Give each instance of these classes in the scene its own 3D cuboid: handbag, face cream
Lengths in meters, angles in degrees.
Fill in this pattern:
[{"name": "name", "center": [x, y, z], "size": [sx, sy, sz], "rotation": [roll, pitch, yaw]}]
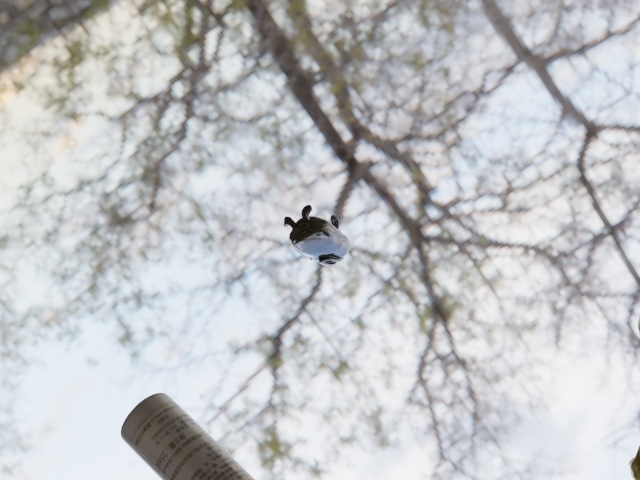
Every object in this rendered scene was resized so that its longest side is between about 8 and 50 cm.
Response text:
[{"name": "handbag", "center": [0.000, 0.000, 1.712], "size": [0.072, 0.111, 0.047], "rotation": [-28, -123, 23]}, {"name": "face cream", "center": [-0.128, 0.296, 1.610], "size": [0.082, 0.269, 0.082], "rotation": [-38, 154, -22]}]

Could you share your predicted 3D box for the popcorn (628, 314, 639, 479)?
[{"name": "popcorn", "center": [0.495, 0.185, 1.528], "size": [0.312, 0.312, 0.312], "rotation": [-32, -161, 12]}]
